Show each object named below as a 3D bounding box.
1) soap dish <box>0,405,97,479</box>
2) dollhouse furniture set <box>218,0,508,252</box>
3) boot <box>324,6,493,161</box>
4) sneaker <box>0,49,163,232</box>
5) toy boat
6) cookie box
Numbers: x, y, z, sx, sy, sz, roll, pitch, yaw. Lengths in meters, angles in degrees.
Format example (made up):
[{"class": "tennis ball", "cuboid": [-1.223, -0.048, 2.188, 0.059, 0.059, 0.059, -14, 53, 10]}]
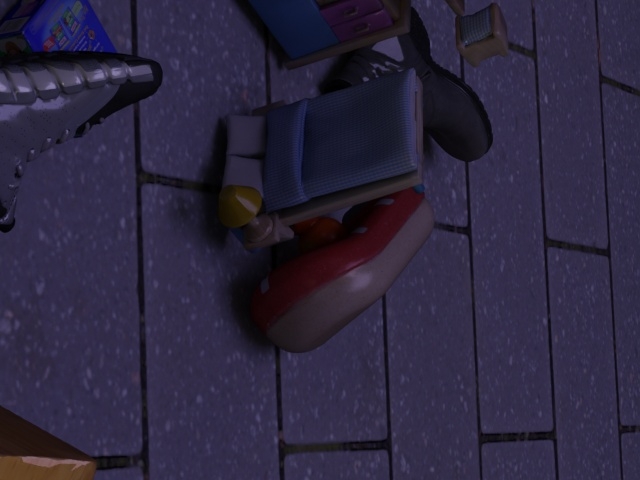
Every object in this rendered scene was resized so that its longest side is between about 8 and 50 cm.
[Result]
[{"class": "soap dish", "cuboid": [-0.287, 0.166, 1.018, 0.118, 0.291, 0.229, 31, 83, -55]}, {"class": "dollhouse furniture set", "cuboid": [0.020, -0.173, 1.671, 0.198, 0.286, 0.303, 51, 33, -43]}, {"class": "boot", "cuboid": [0.090, -0.131, 2.005, 0.246, 0.083, 0.161, 50, 51, -35]}, {"class": "sneaker", "cuboid": [-0.226, -0.076, 1.417, 0.229, 0.086, 0.132, -9, 105, -33]}, {"class": "toy boat", "cuboid": [0.000, 0.000, 1.785, 0.151, 0.151, 0.231, 46, 38, -3]}, {"class": "cookie box", "cuboid": [-0.215, -0.151, 1.510, 0.107, 0.040, 0.092, 62, 38, -31]}]
